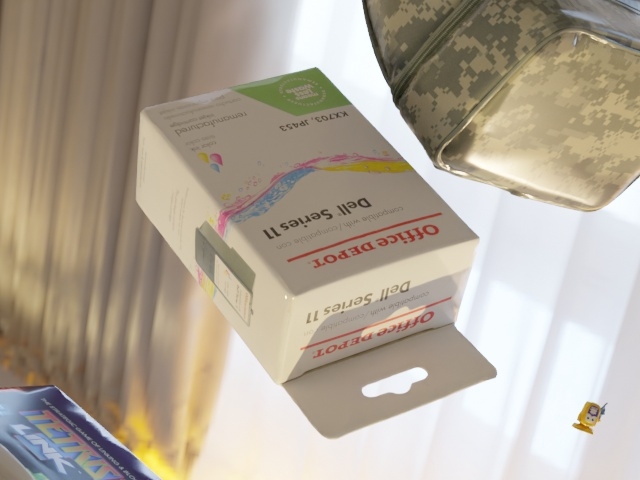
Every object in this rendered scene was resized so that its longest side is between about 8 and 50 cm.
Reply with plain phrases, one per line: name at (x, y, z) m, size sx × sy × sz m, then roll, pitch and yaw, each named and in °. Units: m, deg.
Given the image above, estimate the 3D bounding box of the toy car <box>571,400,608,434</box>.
toy car at (0.300, 0.182, 1.493) m, size 0.122 × 0.041 × 0.060 m, roll 22°, pitch -176°, yaw 3°

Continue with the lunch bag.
lunch bag at (0.197, -0.198, 1.569) m, size 0.305 × 0.212 × 0.256 m, roll 10°, pitch -141°, yaw -42°

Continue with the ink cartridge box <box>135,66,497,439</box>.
ink cartridge box at (0.000, 0.000, 1.471) m, size 0.207 × 0.119 × 0.353 m, roll -17°, pitch -132°, yaw -29°

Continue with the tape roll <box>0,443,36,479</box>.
tape roll at (-0.252, 0.203, 0.791) m, size 0.246 × 0.246 × 0.169 m, roll 0°, pitch 165°, yaw -24°

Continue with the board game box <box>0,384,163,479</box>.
board game box at (-0.198, 0.170, 1.161) m, size 0.170 × 0.048 × 0.141 m, roll 35°, pitch -162°, yaw 30°
